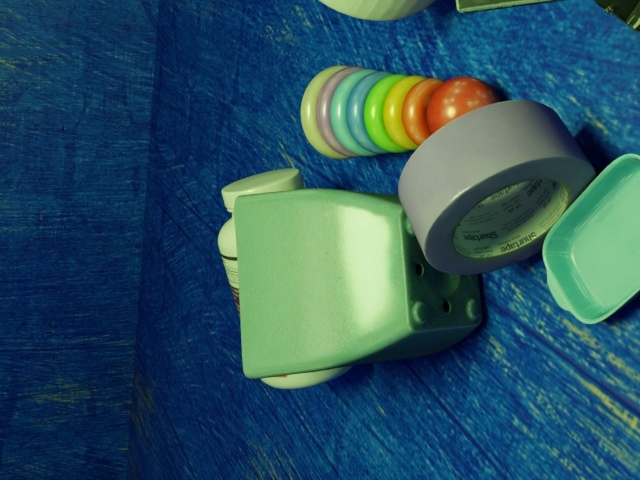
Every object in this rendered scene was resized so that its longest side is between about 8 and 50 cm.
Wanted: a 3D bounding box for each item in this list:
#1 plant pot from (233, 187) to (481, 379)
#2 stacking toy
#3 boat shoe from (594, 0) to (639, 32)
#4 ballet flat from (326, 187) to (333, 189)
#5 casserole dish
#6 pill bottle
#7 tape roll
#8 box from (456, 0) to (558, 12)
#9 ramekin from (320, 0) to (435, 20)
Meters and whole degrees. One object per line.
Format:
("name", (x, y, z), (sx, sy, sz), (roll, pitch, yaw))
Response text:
("plant pot", (0.064, 0.047, 0.982), (0.252, 0.247, 0.247), (-10, 81, 47))
("stacking toy", (0.109, -0.175, 1.006), (0.330, 0.141, 0.141), (13, 103, 58))
("boat shoe", (0.327, -0.278, 0.627), (0.079, 0.084, 0.233), (43, 134, 4))
("ballet flat", (0.000, 0.000, 1.306), (0.077, 0.077, 0.231), (54, 146, 17))
("casserole dish", (0.291, 0.001, 0.731), (0.188, 0.037, 0.114), (-61, 41, 45))
("pill bottle", (-0.052, 0.058, 1.184), (0.181, 0.182, 0.322), (18, 125, 63))
("tape roll", (0.182, -0.050, 0.780), (0.189, 0.189, 0.080), (-61, 39, 46))
("box", (0.235, -0.324, 0.484), (0.296, 0.183, 0.294), (7, 117, 40))
("ramekin", (0.071, -0.404, 0.909), (0.135, 0.277, 0.277), (133, 130, -65))
